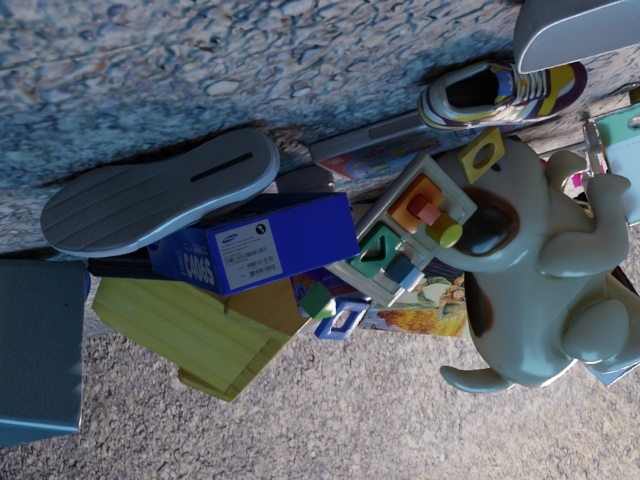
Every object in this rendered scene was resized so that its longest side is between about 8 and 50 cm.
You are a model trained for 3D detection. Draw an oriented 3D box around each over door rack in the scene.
[{"bbox_3d":[0.572,-0.142,1.478,0.239,0.108,0.324,-16,163,12],"label":"over door rack"}]

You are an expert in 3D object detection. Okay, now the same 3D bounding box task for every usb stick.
[{"bbox_3d":[-0.201,0.031,1.268,0.278,0.045,0.077,2,-154,12],"label":"usb stick"}]

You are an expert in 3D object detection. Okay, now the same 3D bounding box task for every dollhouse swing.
[{"bbox_3d":[-0.166,0.075,1.518,0.315,0.305,0.347,-46,176,-34],"label":"dollhouse swing"}]

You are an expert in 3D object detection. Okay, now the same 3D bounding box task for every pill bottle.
[{"bbox_3d":[0.000,0.000,1.196,0.108,0.194,0.108,-15,173,-2],"label":"pill bottle"}]

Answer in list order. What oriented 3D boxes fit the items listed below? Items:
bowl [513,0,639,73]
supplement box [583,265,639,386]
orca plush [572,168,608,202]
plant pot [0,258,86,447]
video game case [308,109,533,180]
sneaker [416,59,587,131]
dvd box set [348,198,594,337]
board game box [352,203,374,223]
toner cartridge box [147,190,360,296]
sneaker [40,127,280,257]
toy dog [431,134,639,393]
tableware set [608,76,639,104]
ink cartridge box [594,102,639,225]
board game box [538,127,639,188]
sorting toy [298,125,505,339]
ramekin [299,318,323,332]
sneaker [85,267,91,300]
[{"bbox_3d":[0.223,-0.190,0.701,0.142,0.053,0.142,-15,175,2],"label":"bowl"},{"bbox_3d":[0.482,0.119,1.502,0.130,0.239,0.073,-40,120,19],"label":"supplement box"},{"bbox_3d":[0.572,-0.119,1.707,0.287,0.151,0.102,-9,134,37],"label":"orca plush"},{"bbox_3d":[-0.507,0.157,1.243,0.252,0.248,0.247,12,157,-39],"label":"plant pot"},{"bbox_3d":[0.144,-0.138,1.105,0.285,0.025,0.204,-16,174,13],"label":"video game case"},{"bbox_3d":[0.195,-0.152,0.890,0.185,0.070,0.084,-15,179,-7],"label":"sneaker"},{"bbox_3d":[0.291,0.044,1.574,0.420,0.062,0.308,9,121,-29],"label":"dvd box set"},{"bbox_3d":[0.178,-0.007,1.752,0.224,0.098,0.303,1,175,3],"label":"board game box"},{"bbox_3d":[-0.101,-0.005,1.066,0.165,0.075,0.348,-15,-172,-22],"label":"toner cartridge box"},{"bbox_3d":[-0.160,-0.041,0.918,0.258,0.094,0.091,-16,169,3],"label":"sneaker"},{"bbox_3d":[0.294,0.014,1.353,0.395,0.408,0.285,-32,-149,12],"label":"toy dog"},{"bbox_3d":[0.475,-0.218,1.185,0.104,0.024,0.154,-13,173,-23],"label":"tableware set"},{"bbox_3d":[0.516,-0.140,1.317,0.171,0.056,0.235,-20,129,17],"label":"ink cartridge box"},{"bbox_3d":[0.434,-0.120,1.820,0.389,0.050,0.390,-16,173,5],"label":"board game box"},{"bbox_3d":[0.112,-0.002,1.081,0.348,0.047,0.196,-49,146,5],"label":"sorting toy"},{"bbox_3d":[-0.034,0.075,1.781,0.207,0.207,0.109,-18,130,27],"label":"ramekin"},{"bbox_3d":[-0.431,0.132,1.419,0.069,0.209,0.082,24,155,-15],"label":"sneaker"}]
